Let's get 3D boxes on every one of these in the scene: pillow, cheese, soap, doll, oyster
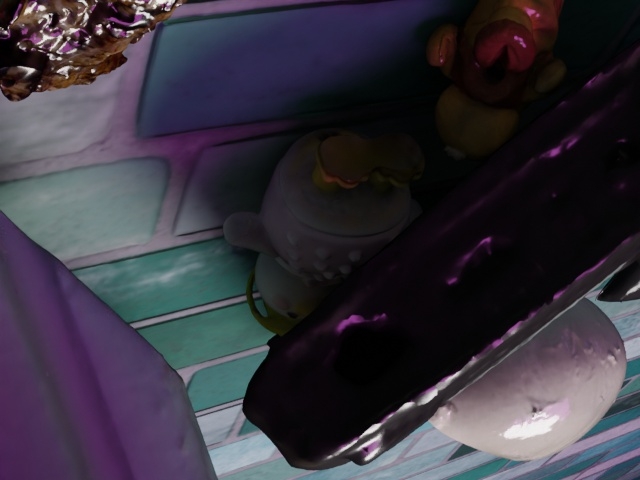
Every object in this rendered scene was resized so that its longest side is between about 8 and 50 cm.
[{"bbox_3d":[0.349,0.014,1.037,0.090,0.048,0.150,-16,150,-40],"label":"pillow"},{"bbox_3d":[0.193,0.126,0.977,0.189,0.154,0.198,-39,152,12],"label":"cheese"},{"bbox_3d":[-0.141,0.142,0.468,0.193,0.324,0.109,-21,-177,-17],"label":"soap"},{"bbox_3d":[0.000,0.000,0.632,0.129,0.081,0.207,-6,151,-20],"label":"doll"},{"bbox_3d":[-0.085,-0.101,0.416,0.086,0.029,0.132,1,145,-45],"label":"oyster"}]

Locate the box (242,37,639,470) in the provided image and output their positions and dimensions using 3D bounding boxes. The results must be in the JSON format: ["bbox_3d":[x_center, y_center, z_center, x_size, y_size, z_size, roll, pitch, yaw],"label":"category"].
[{"bbox_3d":[0.122,0.021,0.669,0.359,0.091,0.350,-38,167,0],"label":"box"}]

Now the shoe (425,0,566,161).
[{"bbox_3d":[0.092,-0.095,0.558,0.109,0.072,0.069,-50,-174,47],"label":"shoe"}]
